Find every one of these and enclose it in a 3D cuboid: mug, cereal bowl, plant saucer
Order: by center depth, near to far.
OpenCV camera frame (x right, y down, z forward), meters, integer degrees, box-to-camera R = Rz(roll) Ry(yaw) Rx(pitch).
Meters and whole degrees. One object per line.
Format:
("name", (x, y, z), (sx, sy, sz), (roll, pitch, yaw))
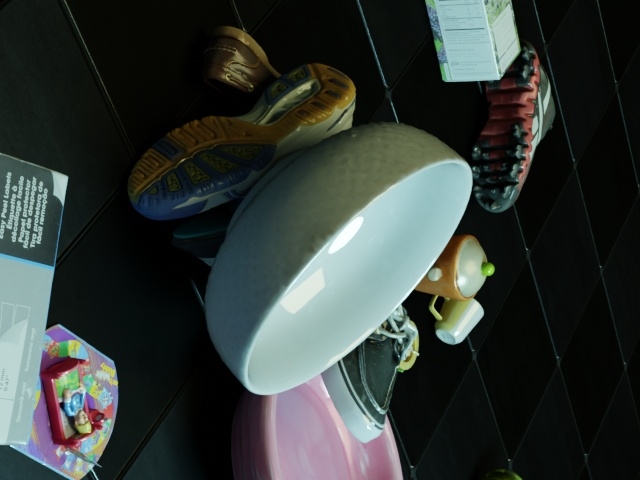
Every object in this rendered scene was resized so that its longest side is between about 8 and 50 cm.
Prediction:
("cereal bowl", (0.000, 0.000, 1.601), (0.339, 0.141, 0.339), (-40, 160, -18))
("plant saucer", (-0.007, 0.275, 1.772), (0.332, 0.084, 0.332), (43, 38, -47))
("mug", (0.195, 0.116, 2.200), (0.064, 0.078, 0.062), (-56, 171, -27))

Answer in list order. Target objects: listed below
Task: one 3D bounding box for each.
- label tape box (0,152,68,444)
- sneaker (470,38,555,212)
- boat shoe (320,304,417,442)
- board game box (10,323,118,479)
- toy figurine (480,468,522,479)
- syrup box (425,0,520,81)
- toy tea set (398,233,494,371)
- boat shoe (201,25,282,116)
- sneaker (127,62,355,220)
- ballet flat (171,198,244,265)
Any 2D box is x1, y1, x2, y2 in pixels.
("label tape box", (-0.370, 0.030, 1.197), (0.347, 0.115, 0.249), (20, 76, -59))
("sneaker", (0.306, -0.168, 2.300), (0.135, 0.097, 0.276), (28, 68, -54))
("boat shoe", (0.064, 0.107, 1.803), (0.113, 0.105, 0.306), (50, 24, -32))
("board game box", (-0.246, 0.166, 1.488), (0.169, 0.033, 0.133), (46, 55, -51))
("toy figurine", (0.261, 0.535, 2.222), (0.217, 0.191, 0.362), (9, 84, -54))
("syrup box", (0.212, -0.355, 2.131), (0.093, 0.096, 0.237), (-52, 134, -46))
("toy tea set", (0.137, 0.072, 2.020), (0.336, 0.124, 0.200), (-63, 142, -33))
("boat shoe", (-0.071, -0.163, 1.712), (0.207, 0.073, 0.073), (39, 56, -44))
("sneaker", (-0.076, -0.078, 1.628), (0.296, 0.112, 0.131), (-29, 142, -26))
("ballet flat", (-0.097, -0.009, 1.684), (0.203, 0.074, 0.074), (-37, 124, -54))
